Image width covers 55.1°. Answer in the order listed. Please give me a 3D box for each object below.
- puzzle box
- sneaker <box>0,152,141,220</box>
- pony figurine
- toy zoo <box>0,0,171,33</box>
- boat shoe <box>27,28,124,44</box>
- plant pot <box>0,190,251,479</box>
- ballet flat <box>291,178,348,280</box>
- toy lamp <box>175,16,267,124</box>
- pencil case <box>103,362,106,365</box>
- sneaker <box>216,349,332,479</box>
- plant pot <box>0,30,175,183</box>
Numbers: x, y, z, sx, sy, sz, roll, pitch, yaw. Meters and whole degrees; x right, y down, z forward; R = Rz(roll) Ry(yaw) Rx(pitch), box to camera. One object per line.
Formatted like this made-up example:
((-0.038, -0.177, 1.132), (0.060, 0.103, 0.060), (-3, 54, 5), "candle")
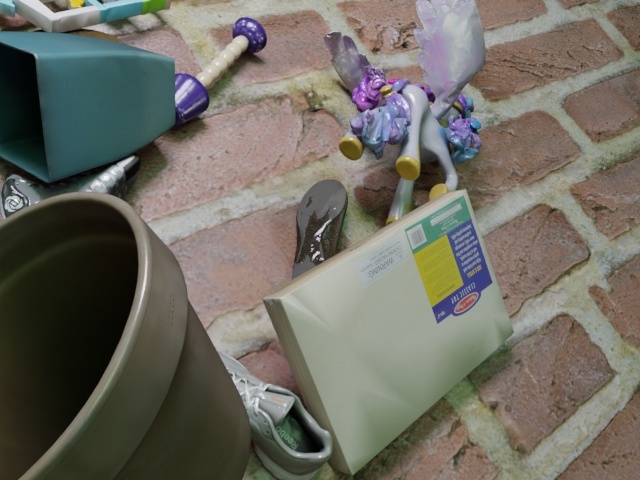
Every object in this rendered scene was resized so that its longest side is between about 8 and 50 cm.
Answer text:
((0.128, 0.118, 0.932), (0.409, 0.052, 0.272), (-28, 102, -35), "puzzle box")
((-0.365, -0.074, 0.862), (0.132, 0.086, 0.228), (34, 54, -1), "sneaker")
((0.165, -0.237, 1.120), (0.351, 0.303, 0.363), (56, 44, -28), "pony figurine")
((-0.423, -0.426, 1.026), (0.192, 0.030, 0.293), (40, 44, 14), "toy zoo")
((-0.436, -0.260, 0.945), (0.285, 0.089, 0.104), (-28, 50, -37), "boat shoe")
((-0.214, 0.161, 0.587), (0.280, 0.323, 0.323), (53, 39, -44), "plant pot")
((0.000, 0.000, 1.011), (0.084, 0.058, 0.250), (-3, 50, 14), "ballet flat")
((-0.190, -0.298, 1.078), (0.080, 0.080, 0.274), (33, 51, -4), "toy lamp")
((-0.387, 0.080, 0.740), (0.306, 0.133, 0.119), (23, 19, -12), "pencil case")
((-0.089, 0.208, 0.802), (0.262, 0.121, 0.099), (36, 53, -2), "sneaker")
((-0.331, -0.208, 0.879), (0.166, 0.165, 0.234), (25, 32, 32), "plant pot")
